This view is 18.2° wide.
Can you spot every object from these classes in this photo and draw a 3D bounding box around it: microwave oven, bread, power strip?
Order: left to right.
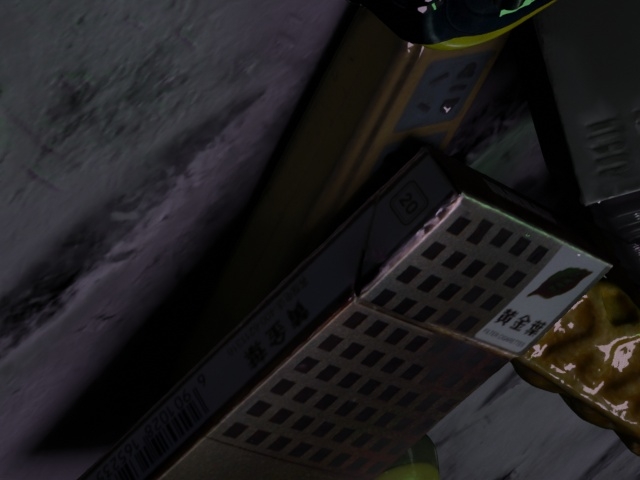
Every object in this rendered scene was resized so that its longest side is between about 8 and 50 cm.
[{"bbox_3d":[0.000,0.000,1.182,0.092,0.066,0.387,-17,147,-42],"label":"power strip"},{"bbox_3d":[0.175,0.067,1.359,0.098,0.269,0.087,-48,-160,23],"label":"bread"},{"bbox_3d":[0.253,-0.080,1.181,0.237,0.181,0.295,-17,165,11],"label":"microwave oven"}]

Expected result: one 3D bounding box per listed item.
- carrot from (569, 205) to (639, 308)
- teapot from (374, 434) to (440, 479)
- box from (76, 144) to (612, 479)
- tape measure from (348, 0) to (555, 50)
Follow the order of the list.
[{"bbox_3d":[0.317,-0.020,1.471,0.241,0.341,0.241,-26,-176,2],"label":"carrot"},{"bbox_3d":[0.003,0.174,1.428,0.165,0.119,0.130,-19,144,-28],"label":"teapot"},{"bbox_3d":[0.007,0.087,1.199,0.325,0.047,0.180,-43,145,18],"label":"box"},{"bbox_3d":[0.085,-0.171,0.957,0.186,0.112,0.199,-31,154,-21],"label":"tape measure"}]
